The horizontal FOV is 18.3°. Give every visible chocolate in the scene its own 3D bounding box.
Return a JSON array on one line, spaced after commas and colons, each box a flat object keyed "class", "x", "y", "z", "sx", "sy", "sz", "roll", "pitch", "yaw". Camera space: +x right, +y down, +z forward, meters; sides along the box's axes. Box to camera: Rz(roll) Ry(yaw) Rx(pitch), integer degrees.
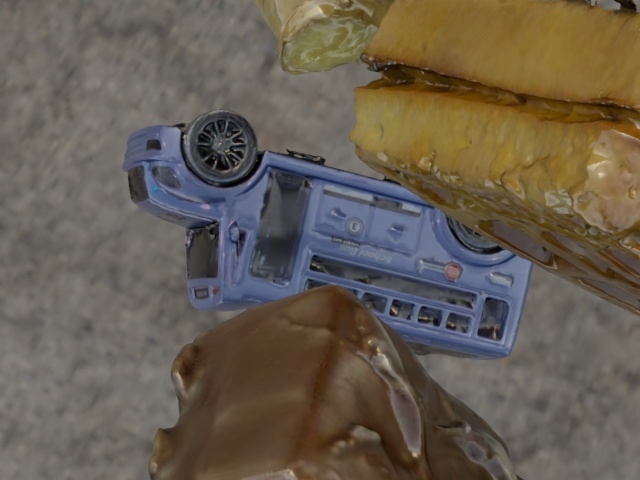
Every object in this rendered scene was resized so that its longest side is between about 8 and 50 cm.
[{"class": "chocolate", "x": 0.030, "y": 0.122, "z": 0.873, "sx": 0.093, "sy": 0.148, "sz": 0.214, "roll": -29, "pitch": 118, "yaw": 27}]

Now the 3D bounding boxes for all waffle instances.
[{"class": "waffle", "x": 0.185, "y": -0.001, "z": 0.833, "sx": 0.327, "sy": 0.098, "sz": 0.224, "roll": 23, "pitch": 177, "yaw": -29}]

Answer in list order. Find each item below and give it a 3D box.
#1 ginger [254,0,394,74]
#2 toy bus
[{"class": "ginger", "x": 0.047, "y": -0.290, "z": 0.944, "sx": 0.122, "sy": 0.363, "sz": 0.348, "roll": 18, "pitch": 144, "yaw": -17}, {"class": "toy bus", "x": 0.000, "y": 0.000, "z": 1.404, "sx": 0.292, "sy": 0.133, "sz": 0.125, "roll": 14, "pitch": 173, "yaw": -17}]
